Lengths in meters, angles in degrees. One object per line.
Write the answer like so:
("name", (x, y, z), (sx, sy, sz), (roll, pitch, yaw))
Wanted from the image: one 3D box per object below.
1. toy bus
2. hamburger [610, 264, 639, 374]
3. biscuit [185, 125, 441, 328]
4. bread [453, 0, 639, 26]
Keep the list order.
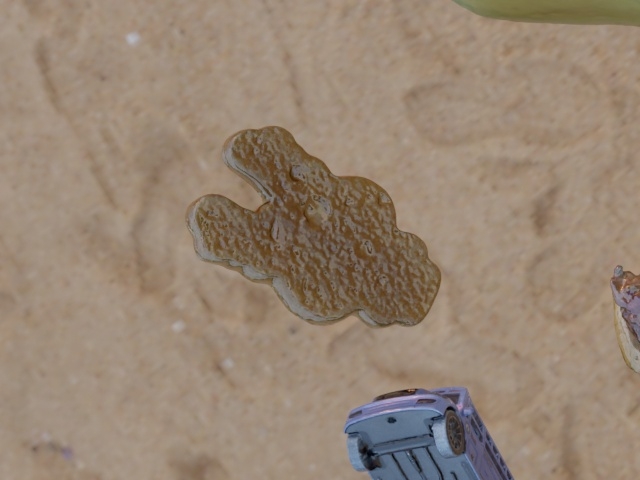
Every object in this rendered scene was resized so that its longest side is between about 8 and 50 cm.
("toy bus", (0.141, 0.265, 1.955), (0.126, 0.133, 0.292), (-14, 124, 25))
("hamburger", (0.384, 0.109, 1.391), (0.155, 0.282, 0.245), (-46, 59, 60))
("biscuit", (-0.001, 0.000, 1.929), (0.295, 0.186, 0.044), (34, 163, -13))
("bread", (0.153, -0.279, 0.988), (0.341, 0.300, 0.210), (10, 165, 27))
